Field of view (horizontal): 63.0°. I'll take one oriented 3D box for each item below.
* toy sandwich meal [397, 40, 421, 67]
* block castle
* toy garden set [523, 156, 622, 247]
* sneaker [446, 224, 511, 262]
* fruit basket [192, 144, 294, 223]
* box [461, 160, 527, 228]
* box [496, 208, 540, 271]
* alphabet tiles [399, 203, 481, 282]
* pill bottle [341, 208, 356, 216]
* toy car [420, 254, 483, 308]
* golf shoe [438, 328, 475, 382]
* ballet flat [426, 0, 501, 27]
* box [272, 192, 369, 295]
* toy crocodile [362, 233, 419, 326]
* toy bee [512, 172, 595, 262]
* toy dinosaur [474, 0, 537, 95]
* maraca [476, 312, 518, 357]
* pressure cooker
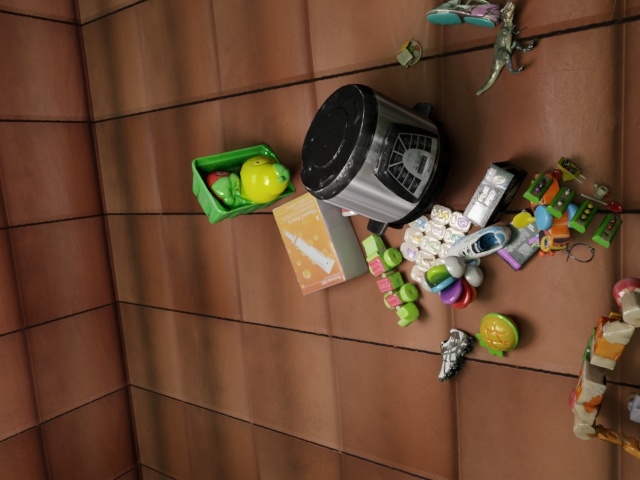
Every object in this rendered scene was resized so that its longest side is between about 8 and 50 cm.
[{"bbox_3d":[0.287,-0.609,1.700,0.085,0.029,0.085,8,104,35],"label":"toy sandwich meal"},{"bbox_3d":[0.860,0.344,1.370,0.303,0.213,0.453,17,116,20],"label":"block castle"},{"bbox_3d":[0.702,-0.120,1.402,0.244,0.204,0.049,36,145,16],"label":"toy garden set"},{"bbox_3d":[0.478,0.019,1.624,0.237,0.086,0.085,-33,82,46],"label":"sneaker"},{"bbox_3d":[-0.265,-0.237,1.972,0.392,0.392,0.283,-39,76,35],"label":"fruit basket"},{"bbox_3d":[0.519,-0.137,1.554,0.077,0.147,0.180,36,118,25],"label":"box"},{"bbox_3d":[0.610,-0.001,1.589,0.116,0.029,0.162,48,124,19],"label":"box"},{"bbox_3d":[0.402,0.028,1.753,0.278,0.021,0.284,27,114,29],"label":"alphabet tiles"},{"bbox_3d":[0.115,-0.189,1.865,0.108,0.108,0.193,-7,95,37],"label":"pill bottle"},{"bbox_3d":[0.415,0.145,1.643,0.159,0.182,0.136,-40,35,40],"label":"toy car"},{"bbox_3d":[0.442,0.388,1.773,0.094,0.077,0.198,39,113,36],"label":"golf shoe"},{"bbox_3d":[0.431,-0.686,1.561,0.221,0.077,0.079,17,91,28],"label":"ballet flat"},{"bbox_3d":[0.000,0.000,1.950,0.215,0.168,0.345,-24,85,37],"label":"box"},{"bbox_3d":[0.241,0.138,1.830,0.115,0.105,0.340,-33,79,47],"label":"toy crocodile"},{"bbox_3d":[0.639,-0.034,1.467,0.195,0.298,0.162,14,147,9],"label":"toy bee"},{"bbox_3d":[0.544,-0.541,1.511,0.118,0.064,0.268,28,121,30],"label":"toy dinosaur"},{"bbox_3d":[0.557,0.300,1.651,0.127,0.099,0.185,46,148,26],"label":"maraca"},{"bbox_3d":[0.194,-0.249,1.617,0.370,0.420,0.375,-42,41,41],"label":"pressure cooker"}]
